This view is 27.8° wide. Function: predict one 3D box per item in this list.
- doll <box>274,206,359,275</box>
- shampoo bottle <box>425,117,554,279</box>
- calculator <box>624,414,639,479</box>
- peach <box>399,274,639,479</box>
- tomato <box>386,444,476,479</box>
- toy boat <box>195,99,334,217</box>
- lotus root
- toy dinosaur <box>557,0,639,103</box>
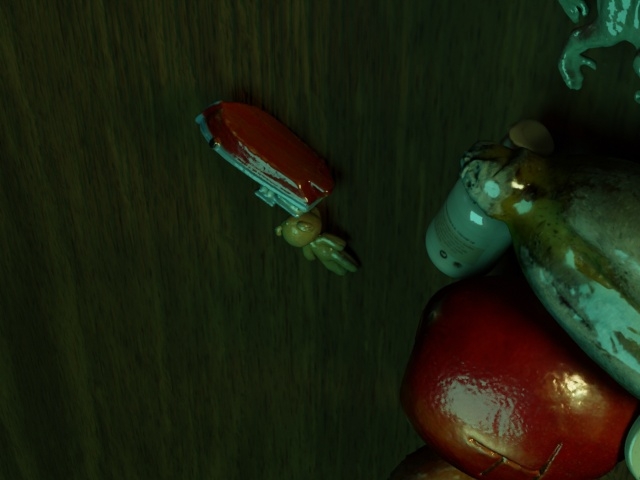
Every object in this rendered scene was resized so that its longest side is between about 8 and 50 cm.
[{"bbox_3d":[-0.004,0.007,1.391,0.061,0.051,0.093,-19,108,49],"label":"doll"},{"bbox_3d":[0.154,-0.038,1.134,0.074,0.074,0.192,44,145,11],"label":"shampoo bottle"},{"bbox_3d":[0.323,0.153,1.069,0.095,0.153,0.021,50,-168,-12],"label":"calculator"},{"bbox_3d":[0.188,0.131,1.154,0.226,0.190,0.196,17,98,7],"label":"peach"},{"bbox_3d":[0.181,0.301,1.347,0.214,0.181,0.155,49,141,-4],"label":"tomato"},{"bbox_3d":[-0.061,-0.087,1.349,0.173,0.069,0.059,38,138,11],"label":"toy boat"},{"bbox_3d":[0.251,0.021,1.012,0.322,0.140,0.158,41,131,18],"label":"lotus root"},{"bbox_3d":[0.215,-0.189,0.925,0.242,0.053,0.167,57,144,14],"label":"toy dinosaur"}]
